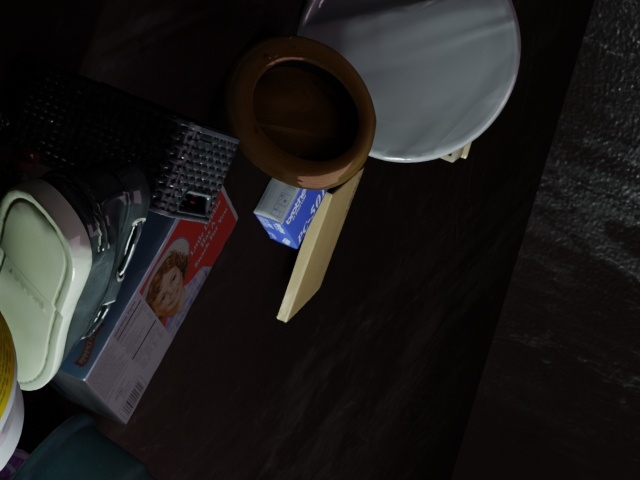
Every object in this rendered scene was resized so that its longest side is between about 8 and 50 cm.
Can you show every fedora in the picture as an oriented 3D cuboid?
[{"bbox_3d":[-0.033,-0.141,1.841,0.194,0.194,0.079,-59,-162,-24],"label":"fedora"}]

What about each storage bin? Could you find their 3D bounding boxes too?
[{"bbox_3d":[-0.177,-0.088,1.400,0.084,0.180,0.122,-69,162,3],"label":"storage bin"}]

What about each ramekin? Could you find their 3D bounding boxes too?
[{"bbox_3d":[0.109,-0.225,1.951,0.127,0.273,0.272,34,79,-83],"label":"ramekin"}]

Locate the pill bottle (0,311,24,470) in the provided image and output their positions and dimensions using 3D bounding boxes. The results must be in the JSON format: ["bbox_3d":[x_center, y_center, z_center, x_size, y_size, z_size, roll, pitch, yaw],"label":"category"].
[{"bbox_3d":[-0.328,0.076,1.147,0.188,0.188,0.334,-61,161,-19],"label":"pill bottle"}]

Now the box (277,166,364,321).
[{"bbox_3d":[0.000,0.000,2.228,0.164,0.021,0.201,-44,156,-67],"label":"box"}]

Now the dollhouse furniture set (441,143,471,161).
[{"bbox_3d":[0.160,-0.227,2.239,0.101,0.161,0.181,-35,145,-59],"label":"dollhouse furniture set"}]

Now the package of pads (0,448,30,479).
[{"bbox_3d":[-0.319,0.259,1.654,0.083,0.032,0.050,95,22,-44],"label":"package of pads"}]

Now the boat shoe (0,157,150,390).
[{"bbox_3d":[-0.220,0.023,1.350,0.113,0.127,0.340,-35,168,-30],"label":"boat shoe"}]

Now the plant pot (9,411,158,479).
[{"bbox_3d":[-0.183,0.401,1.629,0.341,0.334,0.341,-60,172,-15],"label":"plant pot"}]

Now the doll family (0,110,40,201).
[{"bbox_3d":[-0.292,-0.068,1.260,0.111,0.076,0.193,-49,169,7],"label":"doll family"}]

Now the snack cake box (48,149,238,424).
[{"bbox_3d":[-0.194,0.040,1.657,0.264,0.089,0.152,-62,160,-17],"label":"snack cake box"}]

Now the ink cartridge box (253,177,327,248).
[{"bbox_3d":[-0.012,-0.101,2.083,0.207,0.046,0.097,-63,161,-13],"label":"ink cartridge box"}]
